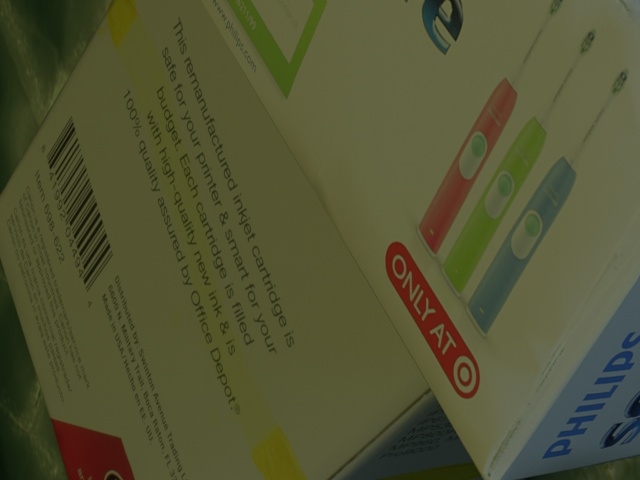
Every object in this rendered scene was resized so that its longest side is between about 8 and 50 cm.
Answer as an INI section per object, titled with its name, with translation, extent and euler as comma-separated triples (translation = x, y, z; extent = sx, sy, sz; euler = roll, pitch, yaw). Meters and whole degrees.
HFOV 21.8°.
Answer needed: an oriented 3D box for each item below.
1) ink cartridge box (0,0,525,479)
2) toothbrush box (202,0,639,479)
[ink cartridge box]
translation = 0.000, 0.000, 0.803
extent = 0.384, 0.160, 0.279
euler = -48, 55, 49
[toothbrush box]
translation = 0.133, -0.066, 0.473
extent = 0.206, 0.283, 0.122
euler = 59, 139, 34
